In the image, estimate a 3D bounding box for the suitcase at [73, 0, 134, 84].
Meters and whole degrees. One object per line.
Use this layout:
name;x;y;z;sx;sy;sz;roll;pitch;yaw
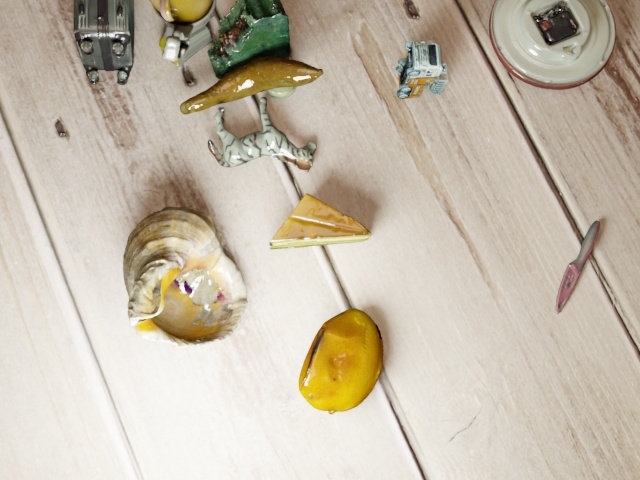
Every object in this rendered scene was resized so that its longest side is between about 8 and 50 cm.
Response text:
suitcase;-0.503;-0.543;1.581;0.128;0.202;0.312;-2;78;-13

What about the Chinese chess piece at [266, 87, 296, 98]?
Chinese chess piece;-0.098;-0.388;1.645;0.084;0.034;0.084;0;78;0

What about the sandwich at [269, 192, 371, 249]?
sandwich;0.000;0.000;1.529;0.187;0.117;0.144;30;82;2

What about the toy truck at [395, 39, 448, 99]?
toy truck;0.244;-0.400;1.588;0.115;0.178;0.080;-1;79;-4

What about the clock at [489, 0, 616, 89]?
clock;0.577;-0.526;1.675;0.318;0.080;0.319;0;78;-2

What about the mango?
mango;0.051;0.262;1.471;0.166;0.136;0.236;25;73;-11

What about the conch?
conch;-0.311;0.103;1.449;0.297;0.210;0.352;41;47;-13

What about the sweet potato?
sweet potato;-0.165;-0.374;1.581;0.346;0.108;0.079;-16;121;6

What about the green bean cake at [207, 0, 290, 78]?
green bean cake;-0.174;-0.484;1.577;0.193;0.208;0.107;-16;77;-7

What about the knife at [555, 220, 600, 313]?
knife;0.602;0.060;1.587;0.035;0.018;0.247;28;80;1

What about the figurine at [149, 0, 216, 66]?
figurine;-0.326;-0.565;1.547;0.167;0.285;0.343;-19;81;-8

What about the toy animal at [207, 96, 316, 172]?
toy animal;-0.136;-0.253;1.592;0.254;0.090;0.170;1;82;1
